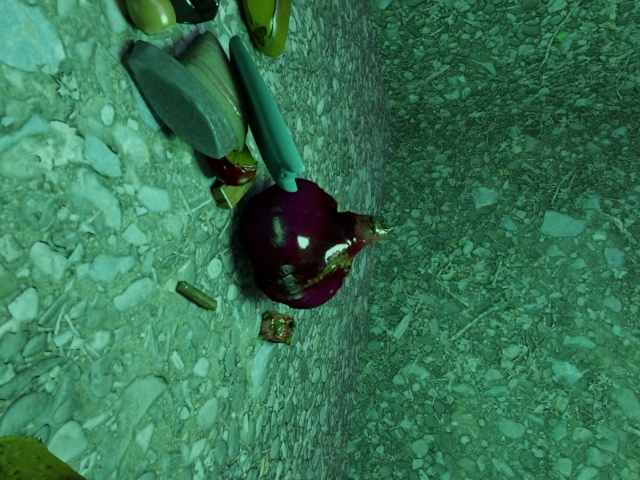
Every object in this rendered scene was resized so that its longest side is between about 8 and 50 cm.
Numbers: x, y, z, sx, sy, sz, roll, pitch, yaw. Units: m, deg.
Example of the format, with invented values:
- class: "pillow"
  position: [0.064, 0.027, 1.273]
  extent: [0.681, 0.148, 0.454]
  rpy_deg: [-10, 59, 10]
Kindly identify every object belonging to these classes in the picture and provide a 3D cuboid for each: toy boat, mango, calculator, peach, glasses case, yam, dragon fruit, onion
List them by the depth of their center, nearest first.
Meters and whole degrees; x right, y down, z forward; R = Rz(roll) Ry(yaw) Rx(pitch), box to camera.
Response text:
- class: "toy boat"
  position: [-0.243, -0.320, 0.877]
  extent: [0.275, 0.111, 0.293]
  rpy_deg: [59, 37, -18]
- class: "yam"
  position: [-0.292, 0.136, 0.965]
  extent: [0.145, 0.032, 0.032]
  rpy_deg: [57, 40, -56]
- class: "peach"
  position: [-0.228, -0.211, 0.975]
  extent: [0.093, 0.127, 0.172]
  rpy_deg: [-31, 114, -30]
- class: "calculator"
  position: [-0.148, -0.313, 1.003]
  extent: [0.256, 0.055, 0.385]
  rpy_deg: [139, -72, -78]
- class: "glasses case"
  position: [-0.231, -0.154, 1.087]
  extent: [0.064, 0.041, 0.169]
  rpy_deg: [66, 31, -29]
- class: "mango"
  position: [-0.148, -0.665, 1.137]
  extent: [0.167, 0.130, 0.261]
  rpy_deg: [-47, 142, -68]
- class: "onion"
  position: [0.000, 0.000, 1.183]
  extent: [0.398, 0.421, 0.397]
  rpy_deg: [22, 65, -59]
- class: "dragon fruit"
  position: [-0.130, 0.298, 1.330]
  extent: [0.147, 0.096, 0.102]
  rpy_deg: [49, 50, -59]

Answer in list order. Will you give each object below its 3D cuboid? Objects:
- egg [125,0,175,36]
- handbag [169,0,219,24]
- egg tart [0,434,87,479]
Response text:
- class: "egg"
  position: [-0.321, -0.438, 0.754]
  extent: [0.080, 0.080, 0.096]
  rpy_deg: [-64, 142, -48]
- class: "handbag"
  position: [-0.274, -0.642, 0.790]
  extent: [0.342, 0.152, 0.287]
  rpy_deg: [68, 19, -49]
- class: "egg tart"
  position: [-0.400, 0.372, 0.526]
  extent: [0.203, 0.147, 0.202]
  rpy_deg: [0, 90, -72]
